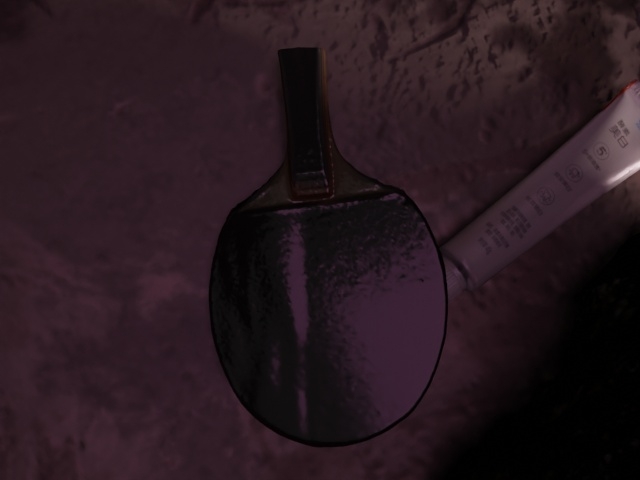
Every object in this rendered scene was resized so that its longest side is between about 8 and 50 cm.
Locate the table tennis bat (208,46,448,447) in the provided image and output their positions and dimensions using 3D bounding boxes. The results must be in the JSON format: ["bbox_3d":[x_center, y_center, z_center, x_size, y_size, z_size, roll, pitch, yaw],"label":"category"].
[{"bbox_3d":[0.000,0.000,0.373,0.130,0.019,0.221,-6,83,6],"label":"table tennis bat"}]

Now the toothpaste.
[{"bbox_3d":[0.129,-0.023,0.397,0.190,0.031,0.048,-37,90,-10],"label":"toothpaste"}]

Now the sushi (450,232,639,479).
[{"bbox_3d":[0.195,0.136,0.324,0.211,0.171,0.350,35,84,-5],"label":"sushi"}]
